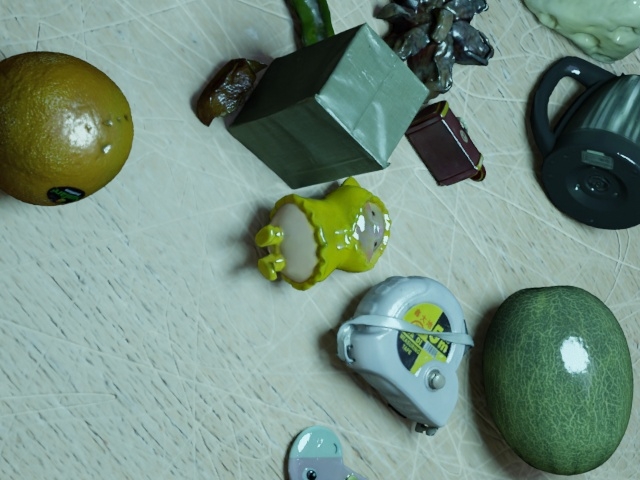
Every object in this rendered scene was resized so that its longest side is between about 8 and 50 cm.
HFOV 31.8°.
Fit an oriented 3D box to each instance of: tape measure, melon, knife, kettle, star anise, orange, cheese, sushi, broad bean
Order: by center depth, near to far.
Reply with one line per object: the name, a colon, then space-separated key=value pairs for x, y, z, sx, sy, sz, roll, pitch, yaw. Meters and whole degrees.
orange: x=-0.335 y=-0.139 z=1.407 sx=0.206 sy=0.206 sz=0.206 roll=4 pitch=82 yaw=-33
sushi: x=-0.129 y=-0.219 z=1.630 sx=0.055 sy=0.052 sz=0.120 roll=44 pitch=64 yaw=-22
broad bean: x=-0.061 y=-0.370 z=1.699 sx=0.292 sy=0.049 sz=0.144 roll=41 pitch=71 yaw=-20
knife: x=0.102 y=0.420 z=1.717 sx=0.399 sy=0.038 sz=0.132 roll=37 pitch=69 yaw=-25
tape measure: x=0.137 y=0.153 z=1.720 sx=0.236 sy=0.120 sz=0.197 roll=43 pitch=69 yaw=-27
melon: x=0.378 y=0.223 z=1.800 sx=0.237 sy=0.237 sz=0.301 roll=-7 pitch=89 yaw=-34
star anise: x=0.193 y=-0.335 z=1.829 sx=0.214 sy=0.099 sz=0.220 roll=18 pitch=75 yaw=-21
cheese: x=0.498 y=-0.439 z=1.961 sx=0.251 sy=0.248 sz=0.173 roll=24 pitch=71 yaw=-22
kettle: x=0.510 y=-0.186 z=1.987 sx=0.271 sy=0.251 sz=0.207 roll=-57 pitch=144 yaw=-32

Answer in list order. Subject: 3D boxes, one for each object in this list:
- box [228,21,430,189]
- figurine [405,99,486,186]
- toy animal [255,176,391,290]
box: x=0.012 y=-0.184 z=1.611 sx=0.155 sy=0.231 sz=0.149 roll=42 pitch=64 yaw=-23
figurine: x=0.218 y=-0.158 z=1.846 sx=0.154 sy=0.082 sz=0.098 roll=52 pitch=41 yaw=-17
toy animal: x=0.000 y=-0.005 z=1.648 sx=0.230 sy=0.156 sz=0.156 roll=-13 pitch=92 yaw=-44
